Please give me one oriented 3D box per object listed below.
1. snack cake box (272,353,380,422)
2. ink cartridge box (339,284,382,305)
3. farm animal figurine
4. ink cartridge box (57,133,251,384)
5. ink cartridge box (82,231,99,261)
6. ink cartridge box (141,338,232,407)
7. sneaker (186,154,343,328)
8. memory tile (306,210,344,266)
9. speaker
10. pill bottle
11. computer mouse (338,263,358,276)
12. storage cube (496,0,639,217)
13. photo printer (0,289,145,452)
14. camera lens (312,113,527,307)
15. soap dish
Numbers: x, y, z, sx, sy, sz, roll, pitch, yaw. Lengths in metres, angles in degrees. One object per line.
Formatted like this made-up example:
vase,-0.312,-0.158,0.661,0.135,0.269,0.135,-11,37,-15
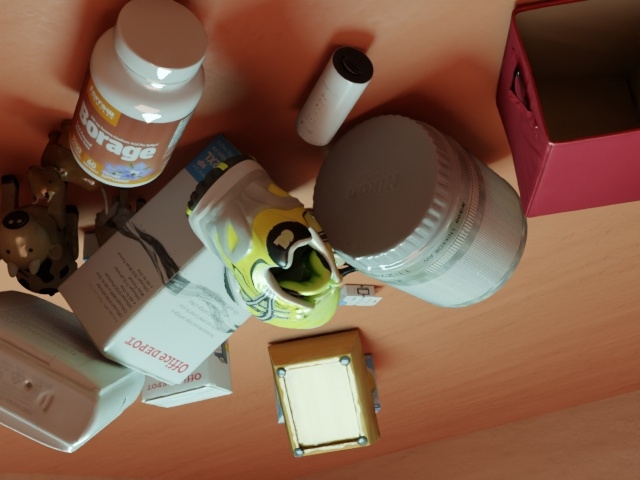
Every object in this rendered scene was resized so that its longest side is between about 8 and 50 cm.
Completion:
snack cake box,0.014,0.391,2.026,0.264,0.152,0.089,-2,155,-13
ink cartridge box,0.082,0.115,1.604,0.083,0.028,0.048,4,153,-23
farm animal figurine,-0.418,-0.011,1.031,0.330,0.172,0.327,-10,155,7
ink cartridge box,-0.174,0.037,1.086,0.307,0.129,0.223,-44,152,-3
ink cartridge box,-0.331,0.028,1.280,0.088,0.052,0.122,-9,154,4
ink cartridge box,-0.263,0.201,1.475,0.154,0.213,0.093,-17,154,18
sneaker,-0.044,0.049,0.983,0.145,0.147,0.385,-45,151,-5
memory tile,0.000,0.000,1.302,0.113,0.012,0.148,-15,137,24
speaker,0.015,-0.175,0.941,0.055,0.055,0.136,3,153,-21
pill bottle,-0.199,-0.159,0.839,0.121,0.121,0.216,5,152,-25
computer mouse,0.059,0.023,1.386,0.105,0.042,0.193,-11,155,10
storage cube,0.325,-0.159,0.911,0.214,0.184,0.193,-10,156,3
photo printer,-0.376,0.163,1.043,0.255,0.107,0.307,28,179,0
camera lens,0.148,-0.034,1.083,0.219,0.220,0.274,-23,150,30
soap dish,0.008,0.379,1.854,0.228,0.291,0.118,-10,-167,7
